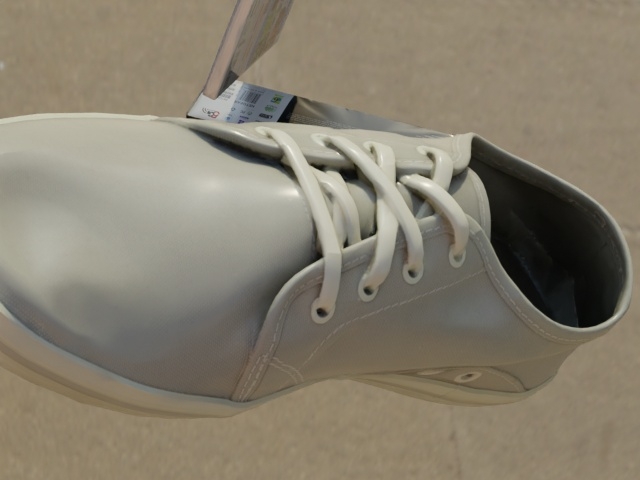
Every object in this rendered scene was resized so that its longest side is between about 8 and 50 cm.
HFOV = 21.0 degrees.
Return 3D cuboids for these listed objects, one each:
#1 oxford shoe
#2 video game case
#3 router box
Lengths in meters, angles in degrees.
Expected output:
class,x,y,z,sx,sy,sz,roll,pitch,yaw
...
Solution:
class,x,y,z,sx,sy,sz,roll,pitch,yaw
oxford shoe,0.000,0.000,0.867,0.449,0.130,0.169,8,55,-44
video game case,-0.036,-0.146,1.096,0.011,0.087,0.122,27,29,6
router box,0.006,-0.031,1.153,0.179,0.133,0.046,16,53,20
